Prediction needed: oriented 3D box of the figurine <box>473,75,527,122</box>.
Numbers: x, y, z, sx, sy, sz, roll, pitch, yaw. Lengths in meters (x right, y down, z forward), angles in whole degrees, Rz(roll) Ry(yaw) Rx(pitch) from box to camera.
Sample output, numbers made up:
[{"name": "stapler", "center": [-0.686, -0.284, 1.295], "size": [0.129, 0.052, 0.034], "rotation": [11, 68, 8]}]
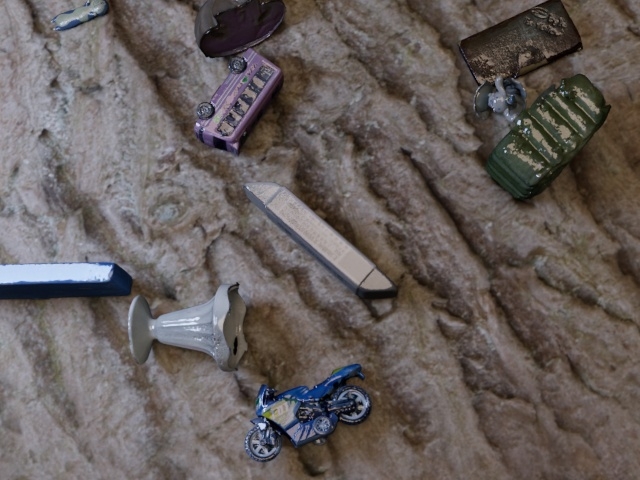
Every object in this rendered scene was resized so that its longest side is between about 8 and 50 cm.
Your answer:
[{"name": "figurine", "center": [0.352, -0.276, 1.860], "size": [0.086, 0.095, 0.082], "rotation": [17, 37, 34]}]

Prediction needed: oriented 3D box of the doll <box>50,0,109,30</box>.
[{"name": "doll", "center": [-0.493, -0.463, 1.964], "size": [0.125, 0.027, 0.037], "rotation": [-23, 86, -2]}]

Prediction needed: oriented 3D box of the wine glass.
[{"name": "wine glass", "center": [-0.242, 0.162, 1.767], "size": [0.196, 0.165, 0.165], "rotation": [-2, 78, 10]}]

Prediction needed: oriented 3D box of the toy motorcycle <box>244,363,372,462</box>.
[{"name": "toy motorcycle", "center": [-0.029, 0.306, 1.755], "size": [0.254, 0.092, 0.136], "rotation": [-20, 69, -11]}]

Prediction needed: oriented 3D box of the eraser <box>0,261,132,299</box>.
[{"name": "eraser", "center": [-0.521, 0.077, 1.794], "size": [0.311, 0.144, 0.043], "rotation": [-1, 76, 2]}]

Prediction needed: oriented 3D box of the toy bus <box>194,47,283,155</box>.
[{"name": "toy bus", "center": [-0.160, -0.267, 1.876], "size": [0.108, 0.096, 0.199], "rotation": [32, 78, 4]}]

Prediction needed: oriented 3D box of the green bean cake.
[{"name": "green bean cake", "center": [0.423, -0.192, 1.769], "size": [0.125, 0.222, 0.227], "rotation": [43, 87, 10]}]

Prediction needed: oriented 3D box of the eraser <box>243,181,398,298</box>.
[{"name": "eraser", "center": [0.000, 0.000, 1.816], "size": [0.352, 0.089, 0.061], "rotation": [41, 79, 10]}]

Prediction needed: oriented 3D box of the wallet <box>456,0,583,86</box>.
[{"name": "wallet", "center": [0.399, -0.392, 1.908], "size": [0.232, 0.031, 0.122], "rotation": [-24, 77, -3]}]

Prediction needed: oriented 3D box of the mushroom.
[{"name": "mushroom", "center": [-0.171, -0.446, 1.896], "size": [0.188, 0.141, 0.117], "rotation": [-30, 57, -6]}]
